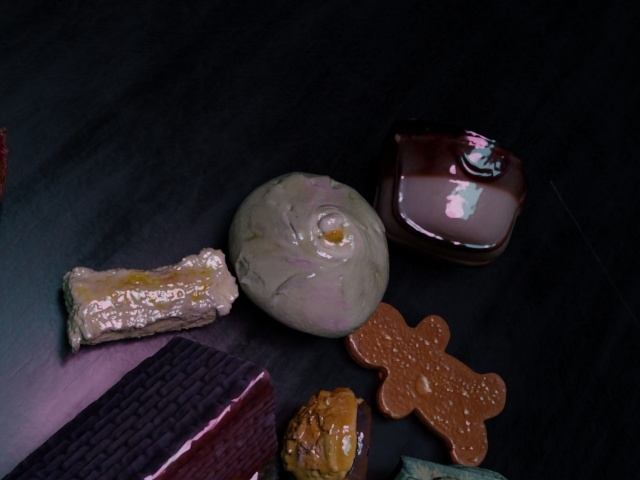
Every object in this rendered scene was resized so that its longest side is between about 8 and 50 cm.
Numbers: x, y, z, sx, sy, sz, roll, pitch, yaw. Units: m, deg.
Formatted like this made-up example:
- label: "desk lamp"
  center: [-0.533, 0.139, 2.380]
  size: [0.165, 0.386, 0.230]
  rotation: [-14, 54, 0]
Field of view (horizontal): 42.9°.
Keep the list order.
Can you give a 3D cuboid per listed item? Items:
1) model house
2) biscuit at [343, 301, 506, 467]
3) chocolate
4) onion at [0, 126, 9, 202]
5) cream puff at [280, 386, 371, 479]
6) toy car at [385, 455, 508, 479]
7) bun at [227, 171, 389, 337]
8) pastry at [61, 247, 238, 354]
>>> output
- label: "model house"
  center: [-0.180, 0.296, 1.016]
  size: [0.360, 0.339, 0.297]
  rotation: [-39, 88, -31]
- label: "biscuit"
  center: [0.167, 0.223, 1.370]
  size: [0.324, 0.049, 0.205]
  rotation: [37, 59, -9]
- label: "chocolate"
  center: [0.204, -0.061, 1.381]
  size: [0.283, 0.283, 0.186]
  rotation: [28, 76, -14]
- label: "onion"
  center: [-0.550, -0.109, 1.041]
  size: [0.281, 0.260, 0.337]
  rotation: [9, 68, -17]
- label: "cream puff"
  center: [0.007, 0.306, 1.192]
  size: [0.129, 0.189, 0.189]
  rotation: [4, 68, 3]
- label: "toy car"
  center: [0.237, 0.419, 1.281]
  size: [0.320, 0.141, 0.097]
  rotation: [18, 31, -18]
- label: "bun"
  center: [0.000, 0.000, 1.276]
  size: [0.283, 0.179, 0.283]
  rotation: [16, 50, -20]
- label: "pastry"
  center: [-0.252, 0.082, 1.201]
  size: [0.258, 0.089, 0.122]
  rotation: [-11, 81, -29]
